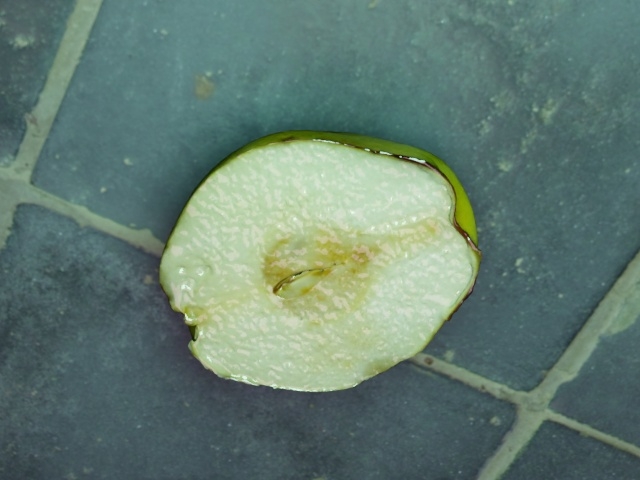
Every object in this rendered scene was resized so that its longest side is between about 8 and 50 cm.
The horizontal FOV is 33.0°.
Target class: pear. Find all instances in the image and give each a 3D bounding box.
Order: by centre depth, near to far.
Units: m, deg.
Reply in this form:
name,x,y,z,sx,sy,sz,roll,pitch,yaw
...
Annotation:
name,x,y,z,sx,sy,sz,roll,pitch,yaw
pear,0.000,0.000,1.359,0.387,0.191,0.340,-18,113,10
